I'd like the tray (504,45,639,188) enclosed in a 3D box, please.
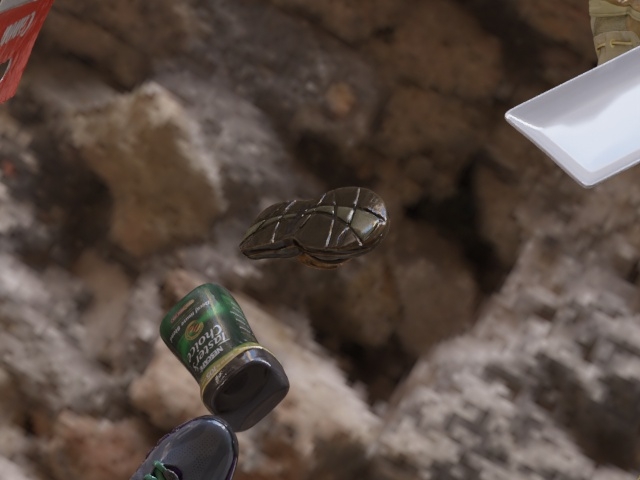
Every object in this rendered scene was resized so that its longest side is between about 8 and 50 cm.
[{"bbox_3d":[0.344,-0.141,1.928,0.145,0.270,0.030,46,-27,36],"label":"tray"}]

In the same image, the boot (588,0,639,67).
[{"bbox_3d":[0.404,-0.194,2.205,0.095,0.204,0.262,-5,13,-19],"label":"boot"}]

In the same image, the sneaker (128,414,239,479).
[{"bbox_3d":[-0.163,0.259,1.684,0.083,0.224,0.098,43,7,4],"label":"sneaker"}]

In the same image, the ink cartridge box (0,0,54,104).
[{"bbox_3d":[-0.197,-0.256,1.637,0.091,0.385,0.308,29,14,-4],"label":"ink cartridge box"}]

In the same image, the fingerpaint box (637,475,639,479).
[{"bbox_3d":[0.245,0.299,0.941,0.163,0.371,0.445,14,-51,-14],"label":"fingerpaint box"}]

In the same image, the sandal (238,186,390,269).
[{"bbox_3d":[0.000,0.000,1.797,0.219,0.090,0.060,-10,-52,51],"label":"sandal"}]

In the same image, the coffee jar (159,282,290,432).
[{"bbox_3d":[-0.107,0.131,2.013,0.079,0.096,0.184,46,2,-39],"label":"coffee jar"}]
